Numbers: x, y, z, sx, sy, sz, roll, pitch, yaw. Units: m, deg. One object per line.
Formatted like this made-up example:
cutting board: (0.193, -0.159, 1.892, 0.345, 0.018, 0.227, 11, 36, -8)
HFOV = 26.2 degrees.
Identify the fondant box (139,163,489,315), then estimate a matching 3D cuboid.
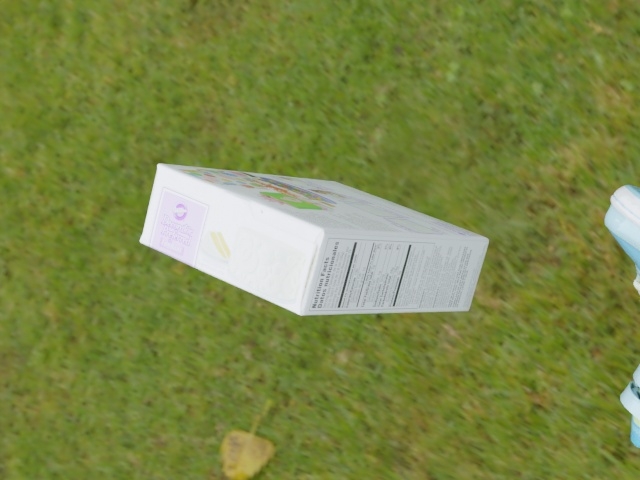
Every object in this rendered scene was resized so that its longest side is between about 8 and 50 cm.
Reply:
fondant box: (0.000, 0.000, 1.532, 0.238, 0.330, 0.096, 22, 100, 35)

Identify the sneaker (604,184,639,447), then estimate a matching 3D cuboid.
sneaker: (0.360, 0.104, 1.422, 0.208, 0.319, 0.127, -45, 18, 11)
